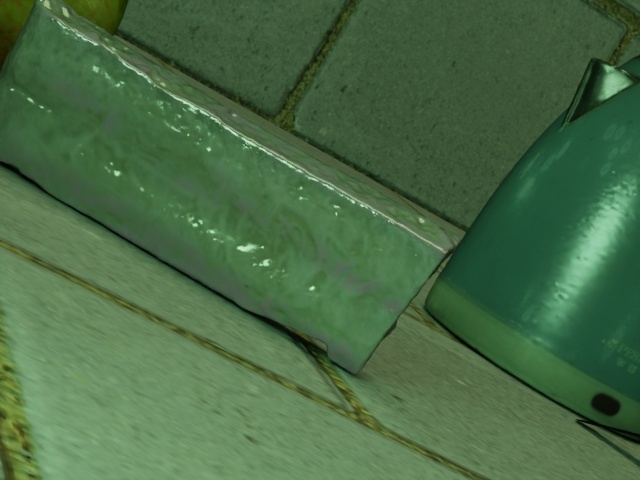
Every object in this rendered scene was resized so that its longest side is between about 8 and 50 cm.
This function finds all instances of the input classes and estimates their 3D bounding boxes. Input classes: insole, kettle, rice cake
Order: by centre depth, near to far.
[{"bbox_3d":[-0.069,-0.031,0.989,0.298,0.106,0.050,31,16,2],"label":"rice cake"},{"bbox_3d":[0.272,0.164,1.339,0.135,0.002,0.045,13,-2,34],"label":"insole"},{"bbox_3d":[0.316,-0.004,1.522,0.319,0.342,0.247,29,5,-24],"label":"kettle"}]

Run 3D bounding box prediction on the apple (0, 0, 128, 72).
[{"bbox_3d":[-0.239,-0.207,1.235,0.196,0.196,0.196,30,6,-3],"label":"apple"}]
